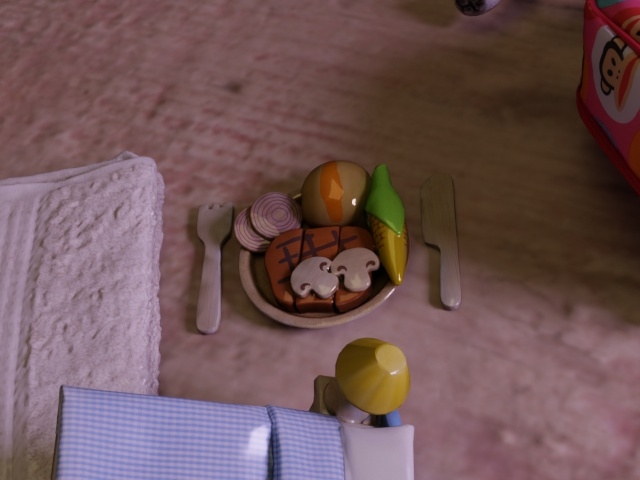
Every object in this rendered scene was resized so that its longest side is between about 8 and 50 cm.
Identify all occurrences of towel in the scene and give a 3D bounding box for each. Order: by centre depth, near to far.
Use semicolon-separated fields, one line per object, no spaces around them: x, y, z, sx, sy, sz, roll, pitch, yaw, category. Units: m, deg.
-0.201;0.061;0.675;0.187;0.049;0.282;-11;53;6;towel

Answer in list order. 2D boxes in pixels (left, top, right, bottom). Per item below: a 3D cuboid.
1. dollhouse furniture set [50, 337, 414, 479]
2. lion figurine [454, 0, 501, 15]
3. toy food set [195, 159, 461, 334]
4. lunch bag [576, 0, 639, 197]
-0.065;0.153;0.406;0.286;0.198;0.304;12;58;-19;dollhouse furniture set
0.121;-0.317;0.832;0.392;0.142;0.240;29;50;14;lion figurine
0.000;0.000;0.675;0.191;0.039;0.133;-8;54;8;toy food set
0.326;-0.088;0.577;0.293;0.120;0.258;-13;43;-6;lunch bag
